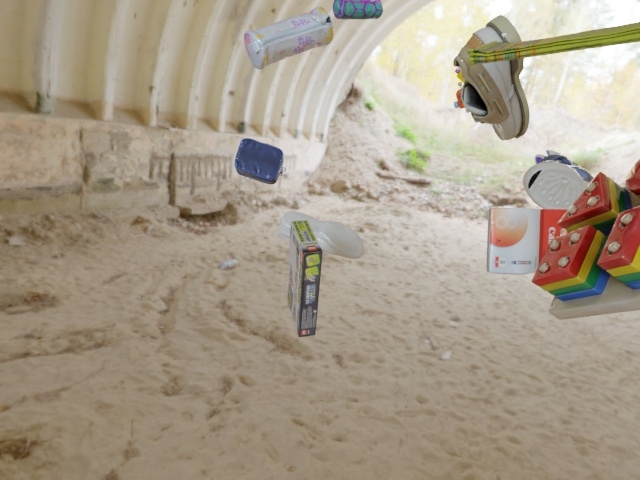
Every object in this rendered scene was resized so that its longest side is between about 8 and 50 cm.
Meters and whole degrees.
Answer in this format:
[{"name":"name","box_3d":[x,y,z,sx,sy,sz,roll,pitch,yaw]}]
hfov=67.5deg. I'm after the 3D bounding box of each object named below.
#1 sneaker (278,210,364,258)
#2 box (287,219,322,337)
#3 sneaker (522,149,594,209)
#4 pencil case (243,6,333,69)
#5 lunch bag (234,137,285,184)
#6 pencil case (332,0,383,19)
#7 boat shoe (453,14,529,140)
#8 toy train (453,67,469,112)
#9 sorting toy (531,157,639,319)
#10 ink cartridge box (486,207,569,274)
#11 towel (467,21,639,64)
[{"name":"sneaker","box_3d":[0.000,0.000,1.157,0.212,0.094,0.080,22,49,-4]},{"name":"box","box_3d":[-0.034,0.077,0.947,0.036,0.206,0.114,-5,35,-15]},{"name":"sneaker","box_3d":[0.659,-0.189,1.394,0.323,0.130,0.236,11,31,-25]},{"name":"pencil case","box_3d":[-0.093,-0.608,1.440,0.273,0.113,0.124,-27,30,-18]},{"name":"lunch bag","box_3d":[-0.115,-0.150,0.928,0.099,0.067,0.065,19,-5,-6]},{"name":"pencil case","box_3d":[0.116,-0.723,1.488,0.152,0.064,0.070,-13,-21,-23]},{"name":"boat shoe","box_3d":[0.319,-0.279,0.907,0.302,0.103,0.113,44,18,-54]},{"name":"toy train","box_3d":[0.428,-0.425,1.283,0.166,0.125,0.046,-16,16,42]},{"name":"sorting toy","box_3d":[0.449,-0.023,0.711,0.089,0.255,0.257,34,-18,-1]},{"name":"ink cartridge box","box_3d":[0.456,0.002,1.037,0.179,0.145,0.045,1,3,15]},{"name":"towel","box_3d":[0.309,-0.247,0.581,0.237,0.021,0.102,8,33,40]}]
